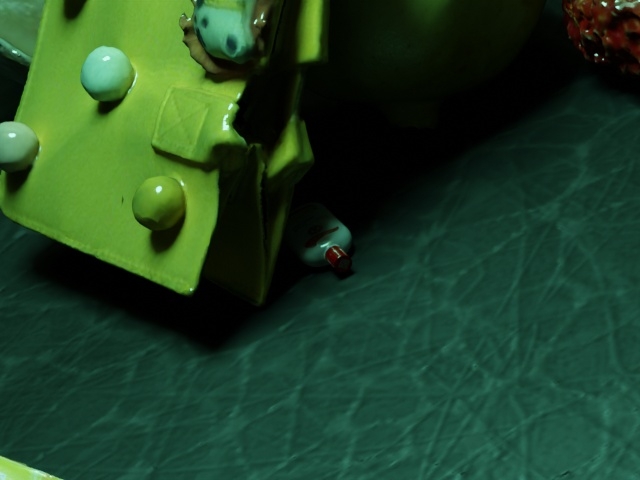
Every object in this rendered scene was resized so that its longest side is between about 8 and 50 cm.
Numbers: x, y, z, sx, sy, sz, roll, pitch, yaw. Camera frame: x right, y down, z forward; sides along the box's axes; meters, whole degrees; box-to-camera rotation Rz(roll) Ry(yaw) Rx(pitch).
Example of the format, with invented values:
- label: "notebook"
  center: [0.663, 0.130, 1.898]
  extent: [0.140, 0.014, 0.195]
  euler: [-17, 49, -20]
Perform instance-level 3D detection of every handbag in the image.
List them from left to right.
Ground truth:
- label: "handbag"
  center: [-0.093, -0.178, 1.304]
  extent: [0.133, 0.401, 0.283]
  euler: [7, 11, -41]

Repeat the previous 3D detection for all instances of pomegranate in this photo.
- label: "pomegranate"
  center: [0.060, -0.201, 1.381]
  extent: [0.233, 0.233, 0.233]
  euler: [-17, 30, 10]

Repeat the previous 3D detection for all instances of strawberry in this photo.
- label: "strawberry"
  center: [0.239, -0.164, 1.340]
  extent: [0.145, 0.086, 0.145]
  euler: [-15, 32, 10]

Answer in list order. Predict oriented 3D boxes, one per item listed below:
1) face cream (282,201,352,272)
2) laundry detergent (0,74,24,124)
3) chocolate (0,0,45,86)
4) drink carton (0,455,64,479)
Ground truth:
- label: "face cream"
  center: [0.000, 0.000, 1.297]
  extent: [0.040, 0.021, 0.083]
  euler: [-29, 31, -10]
- label: "laundry detergent"
  center: [-0.369, -0.173, 1.743]
  extent: [0.215, 0.105, 0.280]
  euler: [-27, 27, -23]
- label: "chocolate"
  center: [-0.217, -0.177, 1.587]
  extent: [0.261, 0.083, 0.161]
  euler: [33, 53, 6]
- label: "drink carton"
  center: [-0.241, 0.155, 1.057]
  extent: [0.223, 0.071, 0.096]
  euler: [20, 41, 9]
